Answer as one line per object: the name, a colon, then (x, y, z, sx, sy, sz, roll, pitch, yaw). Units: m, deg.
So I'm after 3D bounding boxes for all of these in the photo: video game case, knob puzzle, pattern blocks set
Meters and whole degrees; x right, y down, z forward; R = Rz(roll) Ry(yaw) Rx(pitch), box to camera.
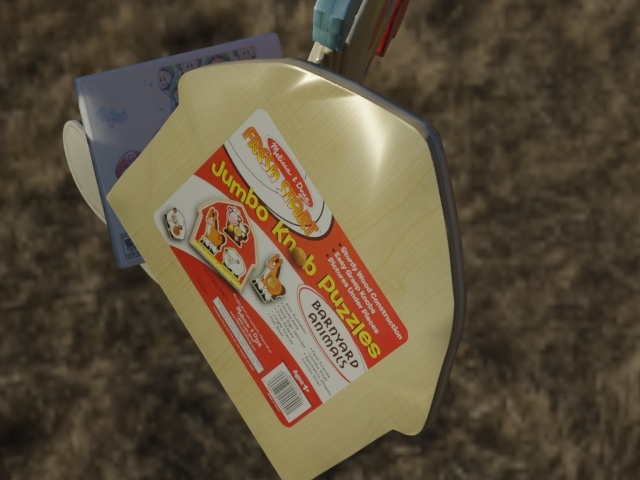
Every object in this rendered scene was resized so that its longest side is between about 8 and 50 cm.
video game case: (-0.091, -0.067, 1.349, 0.157, 0.143, 0.019, -15, 11, -17)
knob puzzle: (0.000, 0.000, 0.815, 0.213, 0.213, 0.030, 21, 32, 37)
pattern blocks set: (0.024, -0.141, 1.120, 0.026, 0.325, 0.285, 21, 63, 4)

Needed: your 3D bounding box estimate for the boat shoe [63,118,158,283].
boat shoe: (-0.187, -0.045, 1.864, 0.065, 0.075, 0.206, -29, 74, -34)
